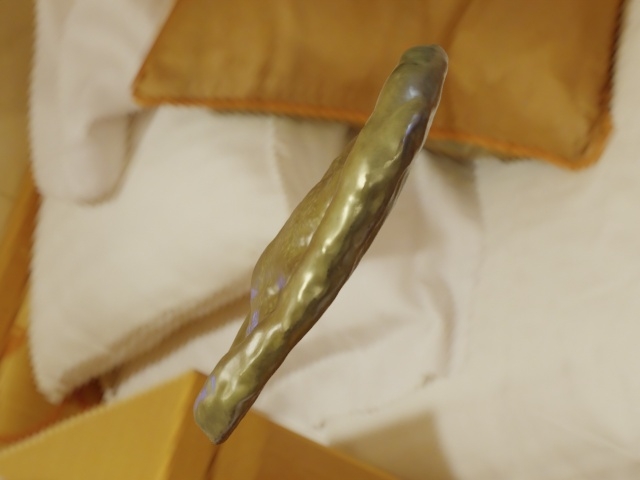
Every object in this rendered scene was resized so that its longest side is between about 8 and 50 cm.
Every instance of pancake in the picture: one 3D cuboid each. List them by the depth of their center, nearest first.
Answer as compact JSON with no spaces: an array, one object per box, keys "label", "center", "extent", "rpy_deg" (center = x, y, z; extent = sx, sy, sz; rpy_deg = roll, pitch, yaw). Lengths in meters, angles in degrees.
[{"label":"pancake","center":[-0.001,-0.001,0.900],"extent":[0.236,0.042,0.222],"rpy_deg":[-56,2,41]}]
